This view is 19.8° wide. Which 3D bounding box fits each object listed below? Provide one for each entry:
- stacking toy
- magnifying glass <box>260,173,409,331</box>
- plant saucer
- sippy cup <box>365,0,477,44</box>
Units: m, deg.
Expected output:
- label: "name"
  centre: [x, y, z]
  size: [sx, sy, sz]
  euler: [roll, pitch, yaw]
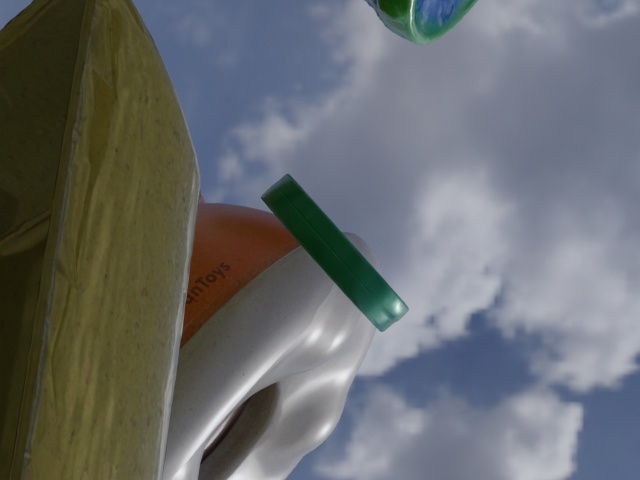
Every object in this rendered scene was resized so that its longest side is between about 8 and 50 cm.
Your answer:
- label: "stacking toy"
  centre: [-0.224, 0.021, 1.353]
  size: [0.480, 0.350, 0.350]
  euler: [38, -54, 15]
- label: "magnifying glass"
  centre: [0.000, 0.000, 0.977]
  size: [0.026, 0.092, 0.231]
  euler: [-42, -172, 1]
- label: "plant saucer"
  centre: [-0.149, 0.097, 0.746]
  size: [0.333, 0.081, 0.332]
  euler: [-26, -127, 54]
- label: "sippy cup"
  centre: [0.044, -0.315, 1.523]
  size: [0.224, 0.240, 0.305]
  euler: [31, -28, 15]
